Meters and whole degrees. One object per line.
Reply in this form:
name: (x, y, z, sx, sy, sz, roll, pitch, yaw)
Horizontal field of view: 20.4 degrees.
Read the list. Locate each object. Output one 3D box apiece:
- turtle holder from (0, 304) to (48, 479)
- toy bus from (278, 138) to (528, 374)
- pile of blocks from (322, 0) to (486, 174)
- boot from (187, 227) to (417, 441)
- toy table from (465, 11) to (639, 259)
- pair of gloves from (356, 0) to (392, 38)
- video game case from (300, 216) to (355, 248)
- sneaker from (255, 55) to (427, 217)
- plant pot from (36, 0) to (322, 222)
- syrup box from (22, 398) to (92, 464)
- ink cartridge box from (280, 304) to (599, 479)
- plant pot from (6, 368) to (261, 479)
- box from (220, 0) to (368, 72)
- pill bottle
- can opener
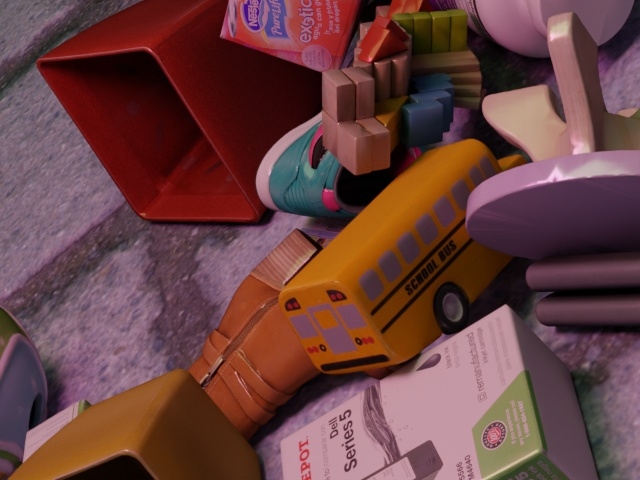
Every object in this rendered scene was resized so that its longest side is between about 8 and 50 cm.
turtle holder: (-0.456, 0.212, 2.173, 0.243, 0.227, 0.320, -34, 34, 16)
toy bus: (0.107, 0.007, 1.768, 0.108, 0.130, 0.333, -15, 22, 46)
pile of blocks: (0.099, -0.193, 1.905, 0.149, 0.112, 0.362, 6, 29, 12)
boot: (-0.032, 0.131, 1.901, 0.220, 0.109, 0.283, -51, 43, 5)
toy table: (0.275, -0.086, 1.688, 0.274, 0.252, 0.161, -2, 63, 18)
pair of gloves: (0.131, -0.355, 2.318, 0.240, 0.042, 0.204, -40, 32, 8)
video game case: (0.000, 0.000, 2.093, 0.087, 0.011, 0.122, 10, 61, 52)
sneaker: (0.076, -0.131, 2.054, 0.295, 0.124, 0.178, -48, 38, -18)
plant pot: (-0.151, -0.199, 2.286, 0.267, 0.267, 0.236, 2, 41, 50)
syrup box: (-0.277, 0.304, 1.988, 0.096, 0.093, 0.237, -31, 34, 21)
ink cartridge box: (0.104, 0.217, 1.627, 0.273, 0.115, 0.198, -33, 34, 19)
plant pot: (-0.179, 0.259, 1.840, 0.212, 0.212, 0.187, -24, 25, 31)
box: (-0.004, -0.349, 2.164, 0.300, 0.154, 0.142, -68, -4, -53)
pill bottle: (0.220, -0.317, 2.038, 0.181, 0.181, 0.323, -47, 32, -3)
can opener: (0.319, 0.040, 1.644, 0.280, 0.074, 0.093, -7, 14, 43)
